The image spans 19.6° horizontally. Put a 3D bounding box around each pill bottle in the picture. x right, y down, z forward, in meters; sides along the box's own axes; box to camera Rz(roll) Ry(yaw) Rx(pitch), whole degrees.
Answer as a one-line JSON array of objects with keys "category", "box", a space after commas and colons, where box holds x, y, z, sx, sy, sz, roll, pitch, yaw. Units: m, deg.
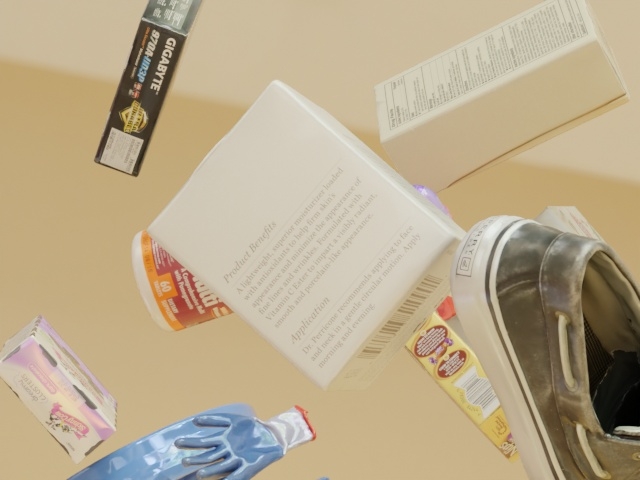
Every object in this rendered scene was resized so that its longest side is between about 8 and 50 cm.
[{"category": "pill bottle", "box": [-0.089, 0.015, 2.059, 0.121, 0.221, 0.121, -18, 90, -81]}]

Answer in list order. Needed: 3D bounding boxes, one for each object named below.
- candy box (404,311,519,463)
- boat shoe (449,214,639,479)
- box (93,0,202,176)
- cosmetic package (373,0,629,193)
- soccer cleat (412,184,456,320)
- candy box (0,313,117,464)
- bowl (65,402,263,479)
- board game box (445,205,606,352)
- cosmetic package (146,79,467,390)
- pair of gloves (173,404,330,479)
[{"category": "candy box", "box": [0.145, 0.138, 1.931, 0.053, 0.109, 0.186, -43, -126, -2]}, {"category": "boat shoe", "box": [0.205, 0.119, 1.313, 0.119, 0.335, 0.121, 11, -122, 45]}, {"category": "box", "box": [-0.164, -0.193, 1.885, 0.220, 0.051, 0.175, -78, -170, -57]}, {"category": "cosmetic package", "box": [0.233, -0.193, 2.427, 0.309, 0.113, 0.160, -26, -149, 15]}, {"category": "soccer cleat", "box": [0.151, 0.004, 2.355, 0.083, 0.095, 0.248, 32, -27, 35]}, {"category": "candy box", "box": [-0.340, 0.190, 2.399, 0.070, 0.165, 0.196, -40, -172, -1]}, {"category": "bowl", "box": [-0.243, 0.339, 2.531, 0.077, 0.391, 0.391, 61, -32, 12]}, {"category": "board game box", "box": [0.285, 0.058, 2.599, 0.224, 0.097, 0.303, -42, 171, 11]}, {"category": "cosmetic package", "box": [0.000, 0.000, 1.397, 0.151, 0.184, 0.151, -49, 167, 6]}, {"category": "pair of gloves", "box": [-0.049, 0.243, 1.870, 0.198, 0.159, 0.023, 55, -36, 33]}]
